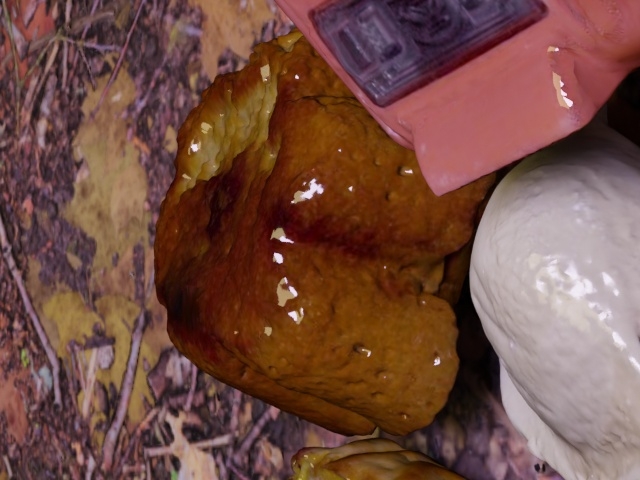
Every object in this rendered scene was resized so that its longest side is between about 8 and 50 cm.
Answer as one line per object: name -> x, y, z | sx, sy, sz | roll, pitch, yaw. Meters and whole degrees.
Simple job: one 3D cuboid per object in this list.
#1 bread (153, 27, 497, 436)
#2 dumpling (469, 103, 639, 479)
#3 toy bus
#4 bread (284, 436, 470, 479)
bread -> 0.000, -0.012, 0.970 | 0.246, 0.135, 0.232 | 6, 81, 64
dumpling -> 0.130, 0.039, 0.839 | 0.216, 0.126, 0.166 | 53, 143, 32
toy bus -> 0.025, -0.239, 0.749 | 0.427, 0.233, 0.203 | 50, 144, -11
bread -> 0.059, 0.218, 0.936 | 0.222, 0.096, 0.182 | 26, 109, 45
